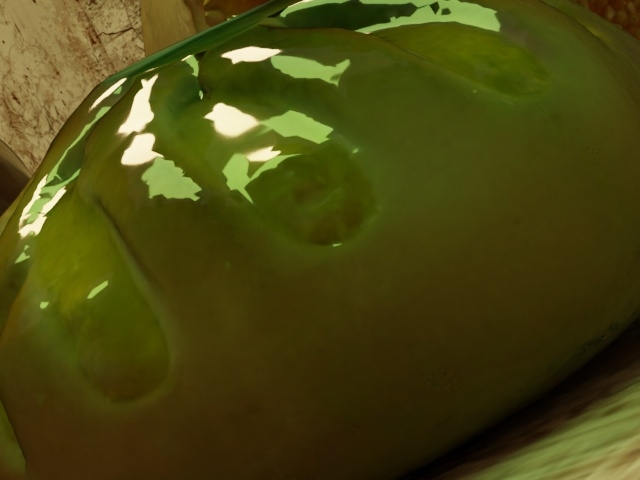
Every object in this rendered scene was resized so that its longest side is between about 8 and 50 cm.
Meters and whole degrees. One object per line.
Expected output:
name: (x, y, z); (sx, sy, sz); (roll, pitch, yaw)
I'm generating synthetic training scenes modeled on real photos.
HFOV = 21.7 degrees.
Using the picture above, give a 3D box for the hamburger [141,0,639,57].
hamburger: (0.057, -0.115, 0.821); (0.302, 0.302, 0.170); (-28, 8, -32)

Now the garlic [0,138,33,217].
garlic: (-0.232, -0.028, 1.010); (0.207, 0.207, 0.257); (-27, 11, 26)

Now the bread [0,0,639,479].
bread: (0.012, -0.006, 0.525); (0.260, 0.158, 0.156); (-31, 6, -26)
